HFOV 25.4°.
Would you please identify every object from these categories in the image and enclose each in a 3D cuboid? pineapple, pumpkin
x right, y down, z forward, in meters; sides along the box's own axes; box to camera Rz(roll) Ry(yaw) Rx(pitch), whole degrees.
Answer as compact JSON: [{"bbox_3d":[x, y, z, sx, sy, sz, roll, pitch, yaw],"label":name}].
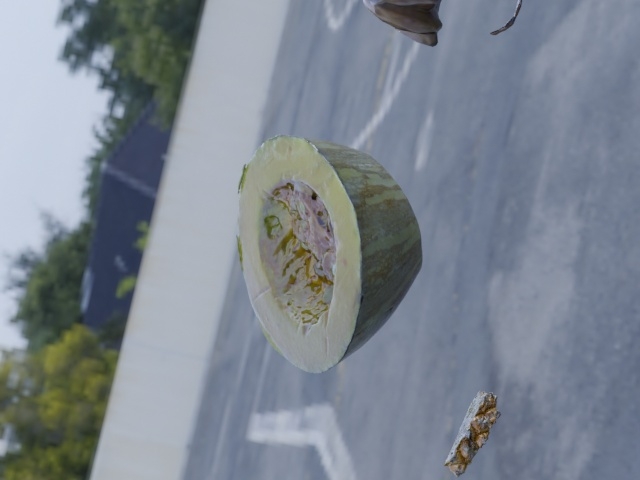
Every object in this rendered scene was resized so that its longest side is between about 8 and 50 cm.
[{"bbox_3d":[0.121,0.144,1.106,0.045,0.019,0.083,-53,5,47],"label":"pineapple"},{"bbox_3d":[0.016,0.004,1.284,0.217,0.110,0.217,39,135,53],"label":"pumpkin"}]

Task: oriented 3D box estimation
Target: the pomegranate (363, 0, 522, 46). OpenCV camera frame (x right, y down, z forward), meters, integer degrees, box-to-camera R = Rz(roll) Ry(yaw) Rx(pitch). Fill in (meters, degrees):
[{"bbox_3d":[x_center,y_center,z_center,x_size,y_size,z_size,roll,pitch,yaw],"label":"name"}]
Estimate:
[{"bbox_3d":[0.035,-0.237,0.518,0.338,0.338,0.338,-167,90,-85],"label":"pomegranate"}]
